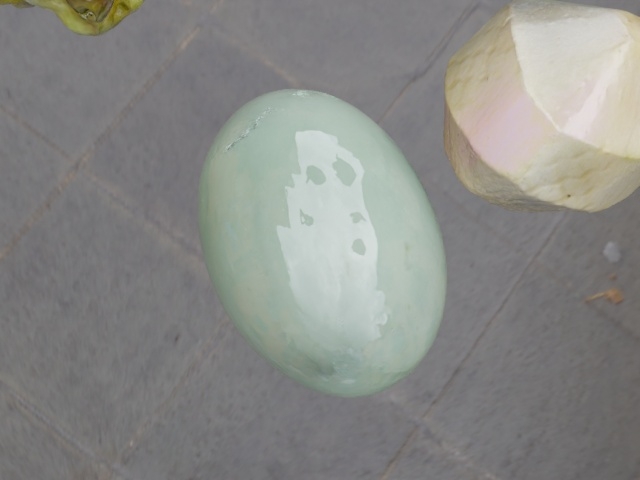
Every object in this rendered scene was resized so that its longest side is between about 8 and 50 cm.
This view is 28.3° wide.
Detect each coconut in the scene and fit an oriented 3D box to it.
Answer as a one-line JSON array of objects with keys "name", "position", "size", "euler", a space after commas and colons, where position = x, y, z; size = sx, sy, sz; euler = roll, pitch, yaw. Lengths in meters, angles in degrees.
[{"name": "coconut", "position": [0.262, -0.147, 1.359], "size": [0.259, 0.259, 0.259], "euler": [3, 73, -9]}]

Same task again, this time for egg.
[{"name": "egg", "position": [0.000, 0.000, 1.102], "size": [0.203, 0.203, 0.282], "euler": [-19, 77, -14]}]

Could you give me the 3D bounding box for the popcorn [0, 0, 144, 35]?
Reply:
[{"name": "popcorn", "position": [-0.220, -0.341, 1.012], "size": [0.326, 0.290, 0.321], "euler": [37, 84, 1]}]
